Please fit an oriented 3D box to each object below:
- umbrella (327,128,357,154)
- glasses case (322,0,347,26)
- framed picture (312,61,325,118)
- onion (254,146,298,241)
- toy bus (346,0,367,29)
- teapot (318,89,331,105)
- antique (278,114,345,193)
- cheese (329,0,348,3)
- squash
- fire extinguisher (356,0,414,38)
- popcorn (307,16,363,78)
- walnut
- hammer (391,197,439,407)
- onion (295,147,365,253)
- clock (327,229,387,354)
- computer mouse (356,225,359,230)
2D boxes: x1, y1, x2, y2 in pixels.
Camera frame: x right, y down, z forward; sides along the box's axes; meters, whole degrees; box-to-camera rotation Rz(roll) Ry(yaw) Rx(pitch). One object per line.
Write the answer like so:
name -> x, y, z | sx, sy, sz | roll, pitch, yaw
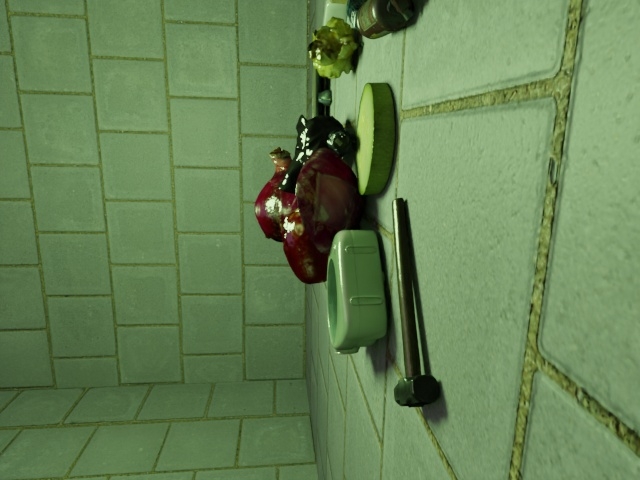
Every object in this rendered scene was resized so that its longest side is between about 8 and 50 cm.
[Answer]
umbrella -> 0.055, -0.261, 1.156 | 0.224, 0.080, 0.071 | -57, -50, -76
glasses case -> 0.048, -0.750, 1.500 | 0.197, 0.076, 0.049 | 106, 161, -72
framed picture -> -0.006, -0.624, 2.003 | 0.247, 0.022, 0.334 | -44, -45, -76
onion -> -0.114, -0.179, 1.724 | 0.347, 0.348, 0.384 | -115, 8, -76
toy bus -> 0.099, -0.544, 1.050 | 0.165, 0.065, 0.047 | -96, 9, -52
teapot -> 0.019, -0.612, 1.888 | 0.087, 0.057, 0.066 | -97, 8, -54
antique -> -0.013, -0.285, 1.432 | 0.322, 0.185, 0.255 | -73, 8, -60
cheese -> 0.088, -0.714, 0.963 | 0.384, 0.105, 0.383 | 180, 90, -84
squash -> 0.119, -0.231, 1.001 | 0.252, 0.049, 0.251 | 180, 90, -87
fire extinguisher -> 0.106, -0.417, 0.785 | 0.252, 0.107, 0.075 | -104, 35, -69
popcorn -> 0.043, -0.573, 1.288 | 0.195, 0.174, 0.168 | -53, -14, -85
walnut -> 0.000, 0.000, 1.476 | 0.222, 0.244, 0.268 | -36, -70, -58
hammer -> 0.146, 0.093, 0.754 | 0.111, 0.044, 0.364 | 102, 167, -67
onion -> 0.044, -0.098, 1.130 | 0.249, 0.112, 0.247 | 66, -147, -30
clock -> 0.079, 0.144, 1.087 | 0.324, 0.109, 0.264 | 99, 168, -63
computer mouse -> 0.086, -0.046, 1.306 | 0.135, 0.047, 0.079 | -96, 9, -59
